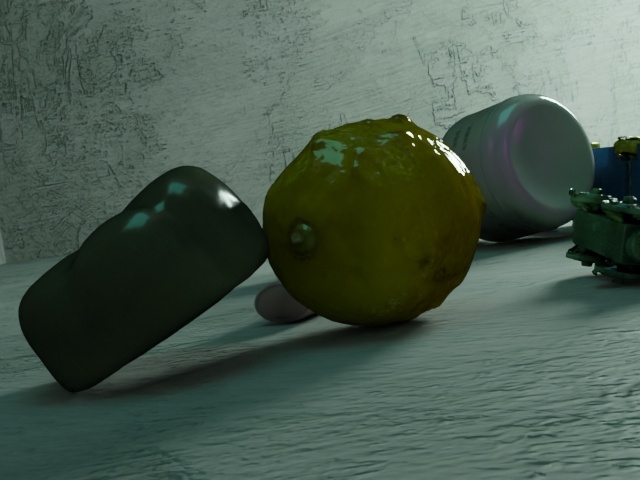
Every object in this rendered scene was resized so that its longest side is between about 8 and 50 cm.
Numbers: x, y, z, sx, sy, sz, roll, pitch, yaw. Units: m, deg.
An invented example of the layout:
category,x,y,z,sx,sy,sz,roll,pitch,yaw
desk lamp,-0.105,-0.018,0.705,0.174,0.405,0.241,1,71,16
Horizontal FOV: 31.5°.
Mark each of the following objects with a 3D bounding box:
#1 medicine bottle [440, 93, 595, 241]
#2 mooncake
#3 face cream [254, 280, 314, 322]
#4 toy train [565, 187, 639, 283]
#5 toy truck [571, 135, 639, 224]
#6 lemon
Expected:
category,x,y,z,sx,sy,sz,roll,pitch,yaw
medicine bottle,0.314,-0.116,2.056,0.241,0.241,0.302,-11,-4,-33
mooncake,-0.184,0.035,1.161,0.275,0.135,0.275,-37,5,4
face cream,-0.008,0.062,1.470,0.084,0.057,0.198,-7,3,24
toy train,0.393,-0.004,1.381,0.157,0.105,0.253,5,5,-4
toy truck,0.561,-0.105,2.034,0.162,0.161,0.385,0,1,-11
lemon,0.061,-0.019,1.265,0.233,0.234,0.288,-5,5,43
